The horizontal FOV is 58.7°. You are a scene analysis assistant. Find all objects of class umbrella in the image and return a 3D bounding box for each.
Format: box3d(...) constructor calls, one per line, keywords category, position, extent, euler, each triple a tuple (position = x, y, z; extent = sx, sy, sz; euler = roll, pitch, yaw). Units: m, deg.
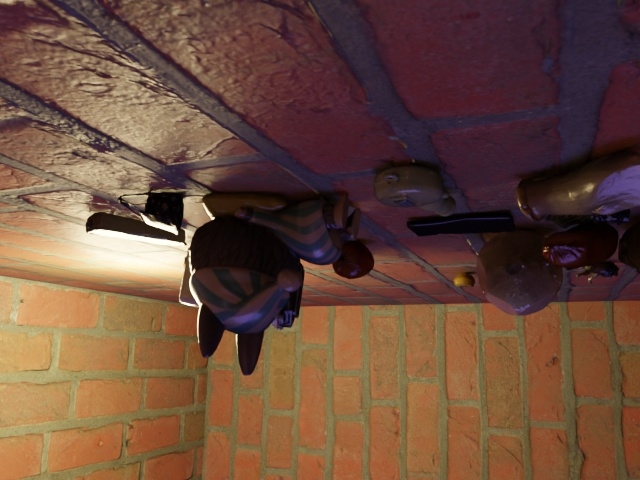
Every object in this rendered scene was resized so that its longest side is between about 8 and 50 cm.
box3d(category="umbrella", position=(0.564, -0.054, 1.225), extent=(0.188, 0.050, 0.046), euler=(2, 140, 6))

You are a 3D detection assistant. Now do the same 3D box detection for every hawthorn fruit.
box3d(category="hawthorn fruit", position=(0.098, 0.058, 1.670), extent=(0.128, 0.128, 0.128), euler=(1, 168, 0))

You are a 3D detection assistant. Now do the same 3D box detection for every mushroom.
box3d(category="mushroom", position=(0.454, -0.088, 0.971), extent=(0.108, 0.096, 0.247), euler=(-22, -176, -30))

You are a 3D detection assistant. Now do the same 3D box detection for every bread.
box3d(category="bread", position=(0.562, 0.152, 2.221), extent=(0.082, 0.056, 0.115), euler=(1, 174, 20))

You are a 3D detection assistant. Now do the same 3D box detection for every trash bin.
box3d(category="trash bin", position=(-0.243, 0.146, 1.838), extent=(0.367, 0.256, 0.296), euler=(7, 170, 3))

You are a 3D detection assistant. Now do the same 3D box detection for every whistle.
box3d(category="whistle", position=(0.186, -0.086, 1.070), extent=(0.126, 0.067, 0.258), euler=(-6, 169, 34))

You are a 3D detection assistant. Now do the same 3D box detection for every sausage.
box3d(category="sausage", position=(0.595, 0.012, 1.285), extent=(0.097, 0.094, 0.348), euler=(-4, -176, 39))

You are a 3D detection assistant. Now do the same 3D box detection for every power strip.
box3d(category="power strip", position=(-0.464, -0.024, 1.469), extent=(0.080, 0.048, 0.285), euler=(-6, 167, 41))

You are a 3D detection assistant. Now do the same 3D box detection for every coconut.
box3d(category="coconut", position=(0.519, 0.085, 1.488), extent=(0.227, 0.227, 0.230), euler=(-3, 173, 19))

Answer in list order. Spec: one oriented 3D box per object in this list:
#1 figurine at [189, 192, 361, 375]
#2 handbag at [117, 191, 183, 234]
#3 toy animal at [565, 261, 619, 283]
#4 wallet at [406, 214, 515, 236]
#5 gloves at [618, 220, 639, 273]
box3d(category="figurine", position=(-0.108, 0.100, 1.237), extent=(0.361, 0.378, 0.266), euler=(-1, 168, 19))
box3d(category="handbag", position=(-0.361, -0.072, 1.210), extent=(0.139, 0.072, 0.115), euler=(16, 168, -7))
box3d(category="toy animal", position=(0.901, 0.099, 1.917), extent=(0.219, 0.069, 0.086), euler=(0, 148, -23))
box3d(category="wallet", position=(0.341, -0.038, 1.381), extent=(0.244, 0.025, 0.124), euler=(-3, 168, 24))
box3d(category="gloves", position=(0.781, 0.013, 1.288), extent=(0.141, 0.154, 0.331), euler=(-12, 166, -14))
